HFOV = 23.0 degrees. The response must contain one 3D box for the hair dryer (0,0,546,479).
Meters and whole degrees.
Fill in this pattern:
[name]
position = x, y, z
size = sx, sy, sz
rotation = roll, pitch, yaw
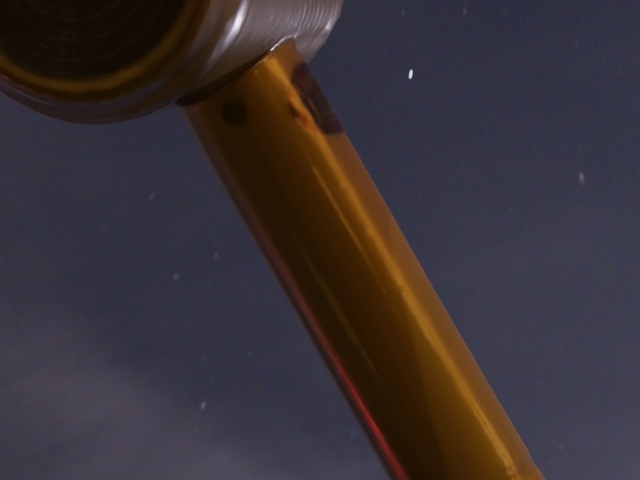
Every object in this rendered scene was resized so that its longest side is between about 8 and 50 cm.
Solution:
[hair dryer]
position = 0.000, 0.000, 0.452
size = 0.090, 0.135, 0.278
rotation = -30, -88, 13
